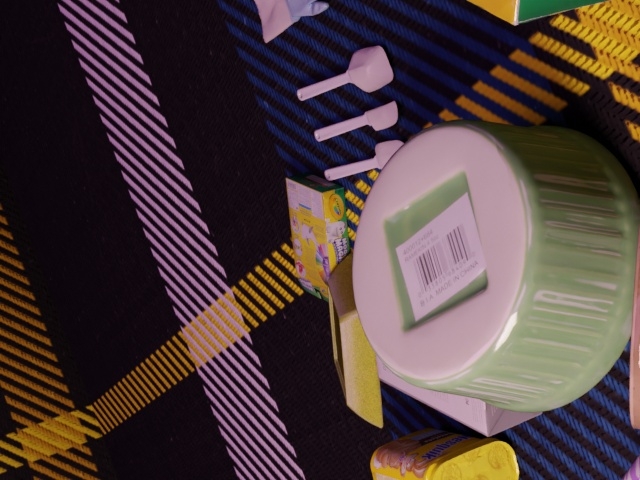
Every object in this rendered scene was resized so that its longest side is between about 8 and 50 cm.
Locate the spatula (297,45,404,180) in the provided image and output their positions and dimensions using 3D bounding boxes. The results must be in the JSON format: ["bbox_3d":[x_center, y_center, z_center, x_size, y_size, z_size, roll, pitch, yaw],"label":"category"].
[{"bbox_3d":[0.045,-0.160,1.696,0.242,0.019,0.168,-7,105,63],"label":"spatula"}]

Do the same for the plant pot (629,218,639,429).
[{"bbox_3d":[0.336,0.052,1.120,0.109,0.237,0.237,3,115,17],"label":"plant pot"}]

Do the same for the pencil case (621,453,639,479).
[{"bbox_3d":[0.362,0.215,1.243,0.206,0.086,0.088,106,146,-47],"label":"pencil case"}]

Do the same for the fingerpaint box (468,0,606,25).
[{"bbox_3d":[0.143,-0.477,1.163,0.371,0.163,0.445,40,138,45],"label":"fingerpaint box"}]

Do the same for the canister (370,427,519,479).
[{"bbox_3d":[0.154,0.292,1.637,0.170,0.126,0.073,-2,104,64],"label":"canister"}]

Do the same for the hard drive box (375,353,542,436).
[{"bbox_3d":[0.158,0.110,1.560,0.232,0.089,0.181,22,124,56],"label":"hard drive box"}]

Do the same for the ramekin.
[{"bbox_3d":[0.168,0.020,1.304,0.303,0.148,0.303,-15,71,51],"label":"ramekin"}]

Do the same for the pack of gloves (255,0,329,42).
[{"bbox_3d":[-0.069,-0.385,1.742,0.232,0.046,0.195,-10,96,63],"label":"pack of gloves"}]

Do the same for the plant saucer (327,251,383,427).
[{"bbox_3d":[0.044,0.137,1.757,0.188,0.045,0.188,-108,12,-67],"label":"plant saucer"}]

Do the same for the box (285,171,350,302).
[{"bbox_3d":[0.000,0.000,1.843,0.105,0.043,0.179,27,126,54],"label":"box"}]
